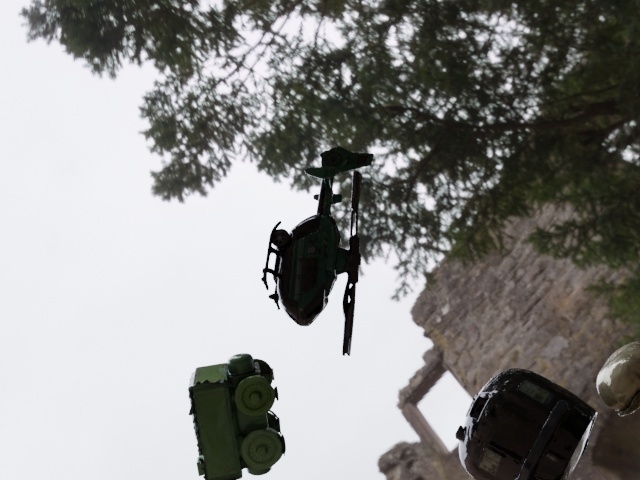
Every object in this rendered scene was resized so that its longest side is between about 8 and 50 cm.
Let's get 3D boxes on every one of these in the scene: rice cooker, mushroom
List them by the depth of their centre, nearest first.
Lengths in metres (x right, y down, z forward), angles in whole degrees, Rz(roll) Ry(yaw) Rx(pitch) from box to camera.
[{"bbox_3d":[0.596,0.260,1.214,0.154,0.122,0.154,-40,-25,-24],"label":"mushroom"},{"bbox_3d":[0.419,0.405,1.338,0.267,0.225,0.267,-39,-38,-38],"label":"rice cooker"}]

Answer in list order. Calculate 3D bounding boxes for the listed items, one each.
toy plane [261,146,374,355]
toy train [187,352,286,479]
[{"bbox_3d":[0.000,0.000,1.095,0.155,0.381,0.106,3,-27,9],"label":"toy plane"},{"bbox_3d":[-0.178,0.376,1.375,0.188,0.159,0.271,-9,-82,-7],"label":"toy train"}]
